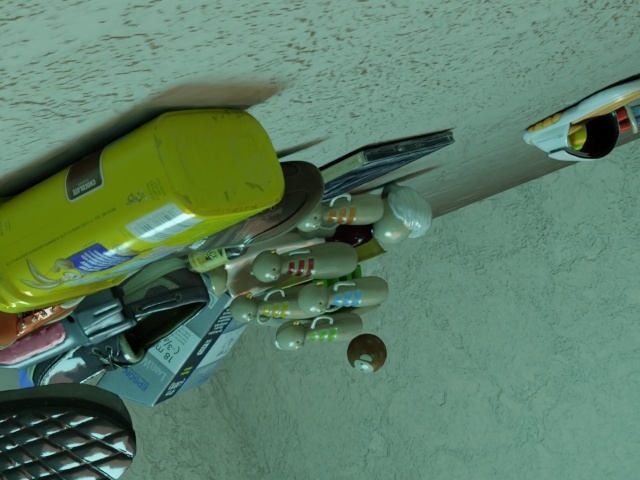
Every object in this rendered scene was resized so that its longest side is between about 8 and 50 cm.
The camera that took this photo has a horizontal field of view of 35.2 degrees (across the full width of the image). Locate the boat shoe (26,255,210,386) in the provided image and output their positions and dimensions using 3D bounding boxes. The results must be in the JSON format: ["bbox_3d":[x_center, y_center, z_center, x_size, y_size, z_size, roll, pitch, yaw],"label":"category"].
[{"bbox_3d":[-0.278,0.131,1.399,0.285,0.092,0.103,-35,143,-1],"label":"boat shoe"}]

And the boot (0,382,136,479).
[{"bbox_3d":[-0.292,0.108,0.797,0.338,0.118,0.222,-13,-139,13],"label":"boot"}]

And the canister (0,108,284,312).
[{"bbox_3d":[-0.121,-0.020,0.635,0.170,0.073,0.126,-23,176,30],"label":"canister"}]

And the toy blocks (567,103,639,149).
[{"bbox_3d":[0.443,-0.175,1.550,0.148,0.054,0.123,-21,176,11],"label":"toy blocks"}]

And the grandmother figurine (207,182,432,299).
[{"bbox_3d":[0.000,0.000,1.496,0.342,0.104,0.208,-17,-175,-5],"label":"grandmother figurine"}]

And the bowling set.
[{"bbox_3d":[0.000,0.083,1.348,0.154,0.200,0.287,-5,142,-27],"label":"bowling set"}]

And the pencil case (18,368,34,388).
[{"bbox_3d":[-0.498,0.188,1.435,0.306,0.119,0.133,-16,153,-31],"label":"pencil case"}]

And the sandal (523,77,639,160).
[{"bbox_3d":[0.360,-0.145,1.351,0.102,0.076,0.265,-18,177,-16],"label":"sandal"}]

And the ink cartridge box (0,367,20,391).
[{"bbox_3d":[-0.504,0.186,1.087,0.165,0.065,0.333,-26,158,30],"label":"ink cartridge box"}]

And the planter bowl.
[{"bbox_3d":[-0.004,0.012,1.679,0.217,0.090,0.217,-18,180,0],"label":"planter bowl"}]

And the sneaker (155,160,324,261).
[{"bbox_3d":[-0.083,-0.023,0.856,0.188,0.066,0.071,-20,176,-7],"label":"sneaker"}]

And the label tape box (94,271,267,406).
[{"bbox_3d":[-0.239,0.183,1.689,0.333,0.106,0.240,-53,170,10],"label":"label tape box"}]

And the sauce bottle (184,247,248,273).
[{"bbox_3d":[-0.127,0.008,1.357,0.128,0.042,0.042,-24,175,33],"label":"sauce bottle"}]

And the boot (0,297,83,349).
[{"bbox_3d":[-0.341,0.078,1.171,0.158,0.059,0.084,-28,-179,-44],"label":"boot"}]

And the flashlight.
[{"bbox_3d":[-0.399,0.126,1.297,0.304,0.103,0.103,-24,-178,-3],"label":"flashlight"}]

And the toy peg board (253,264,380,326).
[{"bbox_3d":[-0.009,0.090,1.723,0.161,0.079,0.161,1,-169,36],"label":"toy peg board"}]

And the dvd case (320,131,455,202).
[{"bbox_3d":[0.022,-0.069,1.140,0.221,0.018,0.164,-23,176,43],"label":"dvd case"}]
